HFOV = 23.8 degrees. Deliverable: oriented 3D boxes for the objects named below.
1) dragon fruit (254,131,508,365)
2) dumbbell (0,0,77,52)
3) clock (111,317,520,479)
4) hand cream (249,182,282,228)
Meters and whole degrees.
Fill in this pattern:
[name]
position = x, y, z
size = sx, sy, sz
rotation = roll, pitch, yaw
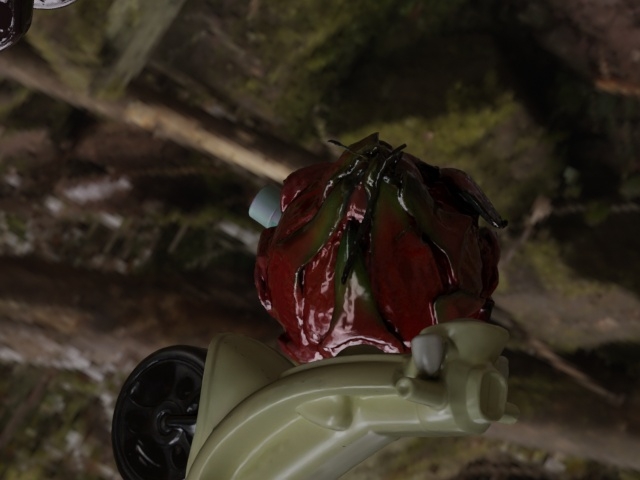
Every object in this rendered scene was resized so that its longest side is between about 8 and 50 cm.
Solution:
[dragon fruit]
position = 0.042, 0.007, 1.343
size = 0.234, 0.234, 0.293
rotation = 18, 142, 33
[dumbbell]
position = -0.306, -0.271, 1.479
size = 0.124, 0.140, 0.225
rotation = 12, -156, 8
[clock]
position = 0.024, 0.194, 0.876
size = 0.276, 0.379, 0.120
rotation = -33, 153, 25
[hand cream]
position = 0.000, 0.000, 1.709
size = 0.174, 0.076, 0.047
rotation = 33, 122, 15
